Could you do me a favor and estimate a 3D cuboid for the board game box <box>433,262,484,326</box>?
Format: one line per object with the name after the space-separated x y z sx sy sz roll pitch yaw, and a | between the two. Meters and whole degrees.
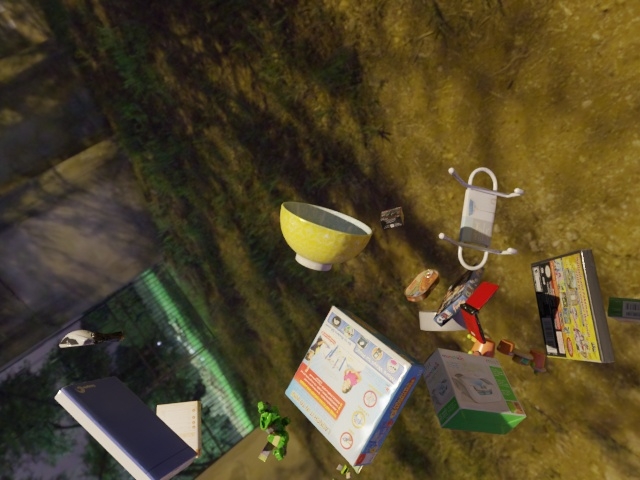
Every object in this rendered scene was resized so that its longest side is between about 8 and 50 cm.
0.514 0.197 1.671 0.042 0.243 0.165 41 128 6 | board game box

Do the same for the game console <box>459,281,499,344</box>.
0.407 0.178 1.129 0.144 0.085 0.124 9 -118 -83 | game console

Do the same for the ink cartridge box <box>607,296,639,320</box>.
0.979 0.224 1.393 0.209 0.062 0.109 19 168 -40 | ink cartridge box

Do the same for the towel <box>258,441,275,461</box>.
-0.207 0.827 1.787 0.009 0.083 0.060 46 151 -19 | towel

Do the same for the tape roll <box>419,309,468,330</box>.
0.508 0.315 1.808 0.219 0.219 0.072 155 112 -72 | tape roll

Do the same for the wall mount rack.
0.497 -0.085 1.452 0.130 0.304 0.350 172 108 -72 | wall mount rack

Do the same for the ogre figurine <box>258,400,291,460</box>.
-0.163 0.669 1.631 0.197 0.097 0.118 46 -174 13 | ogre figurine

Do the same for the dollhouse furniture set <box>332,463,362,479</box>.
0.108 0.914 1.809 0.058 0.152 0.076 31 179 -24 | dollhouse furniture set

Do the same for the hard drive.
-0.473 0.465 1.128 0.318 0.040 0.210 36 178 14 | hard drive

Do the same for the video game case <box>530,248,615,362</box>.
0.660 0.178 1.207 0.248 0.035 0.275 104 161 -79 | video game case

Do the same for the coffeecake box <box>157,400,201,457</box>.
-0.496 0.670 1.593 0.068 0.142 0.185 98 166 -69 | coffeecake box

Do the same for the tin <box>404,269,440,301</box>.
0.431 0.191 1.915 0.106 0.189 0.040 6 128 46 | tin

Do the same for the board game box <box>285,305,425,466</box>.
0.085 0.390 1.257 0.086 0.302 0.308 24 -174 -47 | board game box

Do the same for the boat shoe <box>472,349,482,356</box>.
0.609 0.506 1.815 0.049 0.043 0.137 26 105 46 | boat shoe

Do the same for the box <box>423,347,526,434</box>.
0.503 0.505 1.518 0.231 0.262 0.127 -99 29 -50 | box

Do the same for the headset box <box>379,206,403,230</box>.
0.207 -0.065 1.308 0.083 0.062 0.032 -67 -40 -62 | headset box

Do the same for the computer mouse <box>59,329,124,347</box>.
-0.630 0.261 1.225 0.106 0.193 0.042 12 -110 -65 | computer mouse

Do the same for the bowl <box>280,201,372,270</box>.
0.000 0.000 1.391 0.289 0.289 0.156 34 112 48 | bowl

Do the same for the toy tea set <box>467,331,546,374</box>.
0.786 0.500 1.930 0.336 0.124 0.200 17 -172 19 | toy tea set
